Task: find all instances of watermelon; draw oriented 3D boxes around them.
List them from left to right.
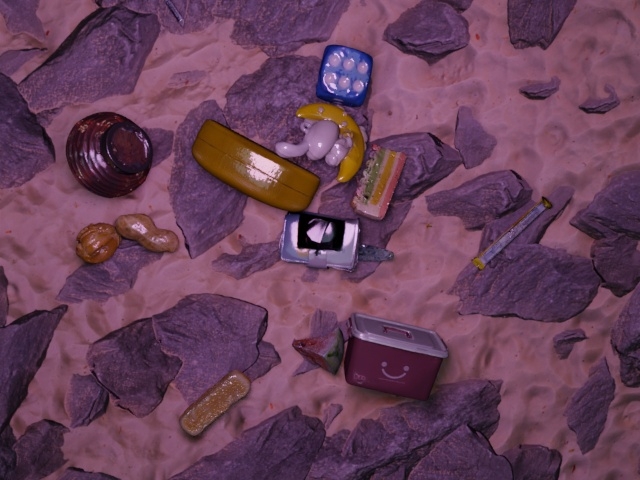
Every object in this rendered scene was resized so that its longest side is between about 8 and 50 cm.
[{"bbox_3d":[-0.003,0.343,1.602,0.158,0.121,0.098,-12,116,4],"label":"watermelon"}]

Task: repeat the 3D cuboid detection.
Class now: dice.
[{"bbox_3d":[0.065,-0.460,1.524,0.143,0.146,0.146,12,98,-4],"label":"dice"}]

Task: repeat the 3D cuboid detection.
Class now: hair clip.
[{"bbox_3d":[0.104,0.035,1.610,0.229,0.036,0.066,5,88,10],"label":"hair clip"}]

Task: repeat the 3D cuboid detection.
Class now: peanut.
[{"bbox_3d":[-0.504,-0.022,1.579,0.193,0.089,0.089,29,93,-7],"label":"peanut"}]

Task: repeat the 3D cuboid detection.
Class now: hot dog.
[{"bbox_3d":[-0.314,0.481,1.621,0.242,0.073,0.084,-42,98,0],"label":"hot dog"}]

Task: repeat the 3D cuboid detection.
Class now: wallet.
[{"bbox_3d":[0.000,0.000,1.575,0.231,0.069,0.170,10,86,7],"label":"wallet"}]

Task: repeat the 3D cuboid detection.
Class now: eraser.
[{"bbox_3d":[-0.419,-0.657,1.558,0.019,0.027,0.099,-35,95,-6],"label":"eraser"}]

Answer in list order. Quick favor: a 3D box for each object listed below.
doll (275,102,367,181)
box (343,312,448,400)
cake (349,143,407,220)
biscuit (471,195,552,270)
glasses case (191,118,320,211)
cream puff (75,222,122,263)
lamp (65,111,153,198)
[{"bbox_3d":[0.017,-0.281,1.521,0.237,0.111,0.252,34,63,-17],"label":"doll"},{"bbox_3d":[0.204,0.336,1.567,0.294,0.193,0.167,14,102,-2],"label":"box"},{"bbox_3d":[0.166,-0.166,1.598,0.109,0.090,0.225,21,75,0],"label":"cake"},{"bbox_3d":[0.575,-0.021,1.621,0.292,0.026,0.048,-42,98,3],"label":"biscuit"},{"bbox_3d":[-0.188,-0.199,1.522,0.371,0.173,0.141,28,97,-3],"label":"glasses case"},{"bbox_3d":[-0.647,0.003,1.564,0.104,0.119,0.133,31,66,14],"label":"cream puff"},{"bbox_3d":[-0.584,-0.235,1.496,0.247,0.247,0.247,0,94,-1],"label":"lamp"}]
